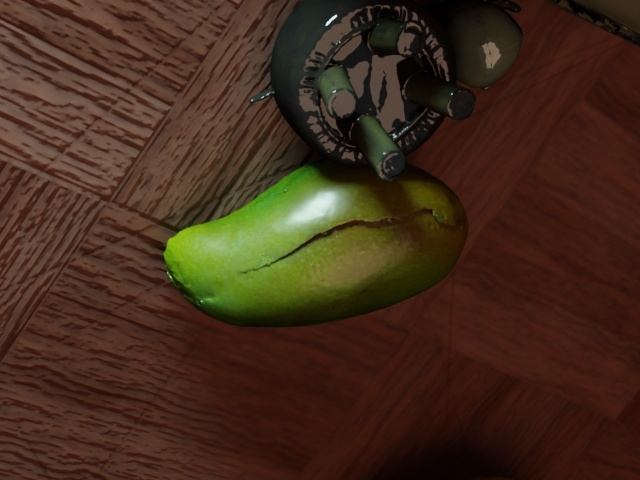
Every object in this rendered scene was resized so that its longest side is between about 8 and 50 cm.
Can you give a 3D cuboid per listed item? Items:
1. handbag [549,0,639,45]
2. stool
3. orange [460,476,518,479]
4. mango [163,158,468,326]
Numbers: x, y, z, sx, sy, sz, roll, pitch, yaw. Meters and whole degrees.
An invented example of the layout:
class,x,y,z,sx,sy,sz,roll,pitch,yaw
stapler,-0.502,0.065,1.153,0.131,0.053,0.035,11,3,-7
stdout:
class,x,y,z,sx,sy,sz,roll,pitch,yaw
handbag,0.161,-0.228,0.832,0.358,0.237,0.160,17,114,-38
stool,0.061,-0.120,0.927,0.217,0.121,0.125,-17,116,-18
orange,0.147,0.358,1.246,0.283,0.226,0.284,-13,124,-19
mango,0.000,0.000,0.985,0.232,0.111,0.125,-6,102,-12
